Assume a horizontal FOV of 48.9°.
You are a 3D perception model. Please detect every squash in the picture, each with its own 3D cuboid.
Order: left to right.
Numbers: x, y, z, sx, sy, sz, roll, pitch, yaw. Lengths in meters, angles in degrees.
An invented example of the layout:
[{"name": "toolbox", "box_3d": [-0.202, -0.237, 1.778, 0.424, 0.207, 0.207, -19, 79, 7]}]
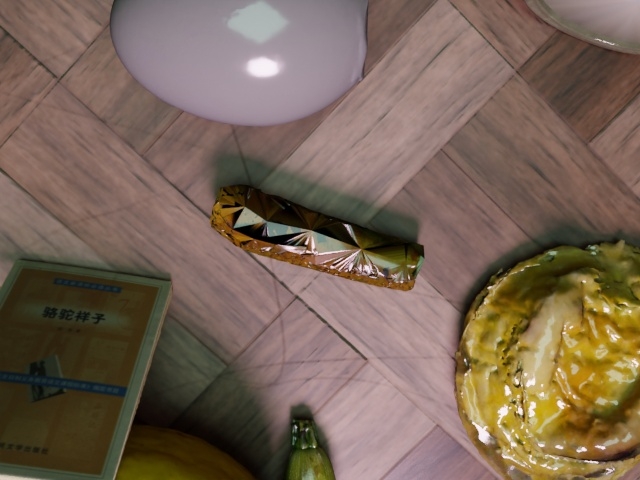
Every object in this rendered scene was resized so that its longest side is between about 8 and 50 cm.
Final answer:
[{"name": "squash", "box_3d": [-0.014, 0.325, 0.786, 0.066, 0.066, 0.251, 3, 100, -3]}]

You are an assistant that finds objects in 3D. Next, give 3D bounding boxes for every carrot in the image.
[{"name": "carrot", "box_3d": [0.000, 0.000, 0.729, 0.229, 0.069, 0.068, 17, 100, -7]}]

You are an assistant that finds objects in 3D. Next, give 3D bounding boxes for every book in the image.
[{"name": "book", "box_3d": [-0.247, 0.115, 0.663, 0.170, 0.241, 0.018, 9, 132, -4]}]

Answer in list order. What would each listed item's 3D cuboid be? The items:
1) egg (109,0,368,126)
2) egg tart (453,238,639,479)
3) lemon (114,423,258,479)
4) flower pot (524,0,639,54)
[{"name": "egg", "box_3d": [-0.072, -0.190, 0.632, 0.232, 0.176, 0.176, -4, 101, 2]}, {"name": "egg tart", "box_3d": [0.285, 0.143, 0.740, 0.298, 0.132, 0.296, 0, 95, -3]}, {"name": "lemon", "box_3d": [-0.171, 0.315, 0.683, 0.316, 0.285, 0.285, -5, 103, -37]}, {"name": "flower pot", "box_3d": [0.313, -0.294, 0.633, 0.213, 0.212, 0.202, 21, 85, -6]}]
